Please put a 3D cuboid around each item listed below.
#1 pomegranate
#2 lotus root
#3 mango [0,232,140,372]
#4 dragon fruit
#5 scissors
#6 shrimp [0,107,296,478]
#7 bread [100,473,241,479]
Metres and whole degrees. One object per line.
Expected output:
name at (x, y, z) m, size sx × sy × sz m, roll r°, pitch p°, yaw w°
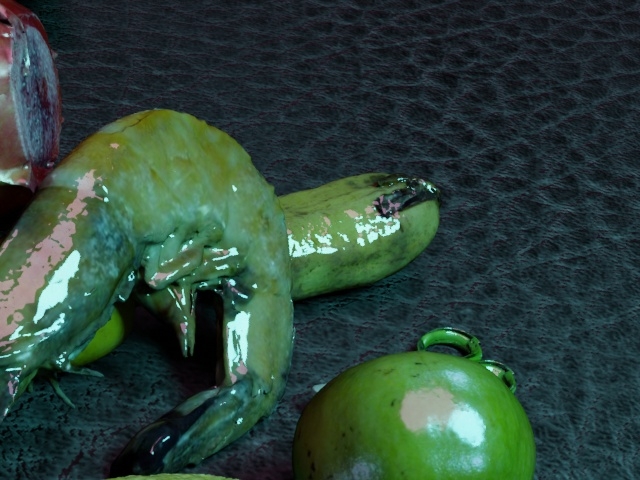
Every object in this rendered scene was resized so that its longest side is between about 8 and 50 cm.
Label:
pomegranate at (0.076, 0.175, 1.166) m, size 0.179 × 0.179 × 0.210 m, roll -4°, pitch 37°, yaw -29°
lotus root at (0.000, 0.000, 1.490) m, size 0.258 × 0.097 × 0.110 m, roll -14°, pitch 34°, yaw -28°
mango at (-0.234, 0.051, 1.302) m, size 0.195 × 0.098 × 0.137 m, roll -19°, pitch 49°, yaw -35°
dragon fruit at (-0.369, -0.111, 1.336) m, size 0.291 × 0.269 × 0.250 m, roll -3°, pitch 6°, yaw 9°
scissors at (0.075, 0.122, 1.391) m, size 0.204 × 0.027 × 0.101 m, roll -9°, pitch 36°, yaw -38°
shrimp at (-0.158, 0.080, 1.226) m, size 0.272 × 0.085 × 0.445 m, roll 57°, pitch 45°, yaw -16°
bread at (-0.108, 0.219, 1.059) m, size 0.196 × 0.102 × 0.138 m, roll -8°, pitch 17°, yaw -38°
